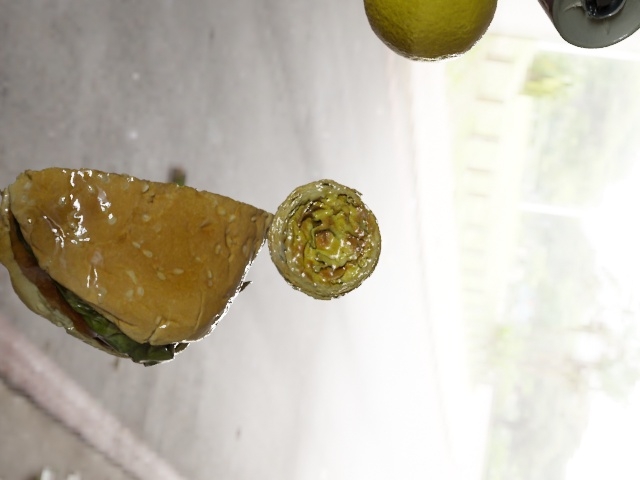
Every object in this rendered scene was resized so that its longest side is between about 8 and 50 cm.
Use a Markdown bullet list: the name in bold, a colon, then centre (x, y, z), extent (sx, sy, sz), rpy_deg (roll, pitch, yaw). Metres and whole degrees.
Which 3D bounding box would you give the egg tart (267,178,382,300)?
- **egg tart**: centre (0.000, 0.000, 1.702), extent (0.049, 0.129, 0.128), rpy_deg (-178, -83, -67)

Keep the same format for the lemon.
- **lemon**: centre (0.147, -0.334, 2.180), extent (0.244, 0.187, 0.186), rpy_deg (106, -5, -64)

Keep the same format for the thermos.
- **thermos**: centre (0.333, -0.389, 2.119), extent (0.146, 0.176, 0.265), rpy_deg (40, 19, -40)

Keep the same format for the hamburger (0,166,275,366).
- **hamburger**: centre (-0.208, 0.041, 1.878), extent (0.162, 0.330, 0.208), rpy_deg (-14, -108, 59)
